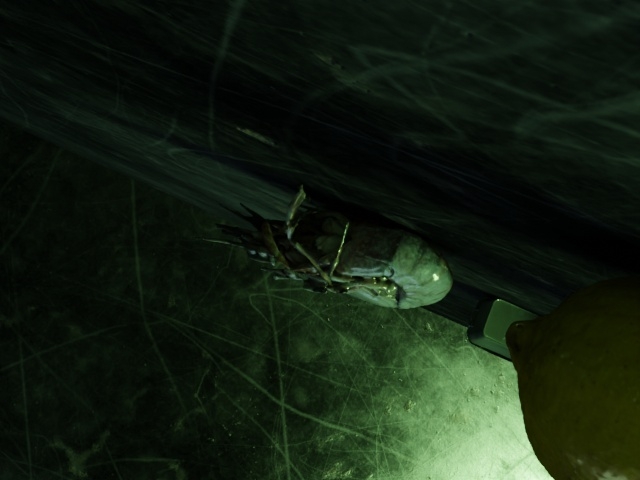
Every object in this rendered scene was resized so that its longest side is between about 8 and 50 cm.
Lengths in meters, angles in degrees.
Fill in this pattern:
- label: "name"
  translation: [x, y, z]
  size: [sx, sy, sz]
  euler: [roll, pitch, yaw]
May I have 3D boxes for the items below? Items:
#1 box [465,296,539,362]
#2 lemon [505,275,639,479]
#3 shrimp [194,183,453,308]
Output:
- label: "box"
  translation: [0.298, 0.142, 1.413]
  size: [0.122, 0.084, 0.069]
  euler: [23, 169, -3]
- label: "lemon"
  translation: [0.253, 0.123, 0.652]
  size: [0.257, 0.188, 0.188]
  euler: [29, 178, 25]
- label: "shrimp"
  translation: [0.000, 0.007, 1.118]
  size: [0.343, 0.116, 0.145]
  euler: [15, 172, 22]
